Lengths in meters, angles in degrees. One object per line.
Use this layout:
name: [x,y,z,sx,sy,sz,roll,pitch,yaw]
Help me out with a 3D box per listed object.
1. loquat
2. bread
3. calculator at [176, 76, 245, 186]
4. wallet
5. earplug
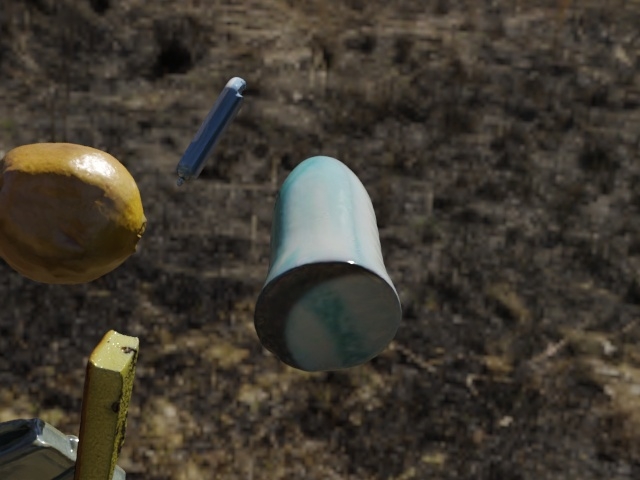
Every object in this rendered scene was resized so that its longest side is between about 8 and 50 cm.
loquat: [-0.351,-0.040,1.676,0.234,0.187,0.176,9,-18,-5]
bread: [-0.260,0.226,1.494,0.049,0.226,0.088,12,26,1]
calculator: [-0.185,-0.181,2.101,0.039,0.210,0.121,31,-2,-2]
wallet: [-0.422,0.345,1.750,0.252,0.083,0.360,-19,-26,6]
earplug: [0.000,0.000,1.673,0.185,0.185,0.324,1,38,-5]
